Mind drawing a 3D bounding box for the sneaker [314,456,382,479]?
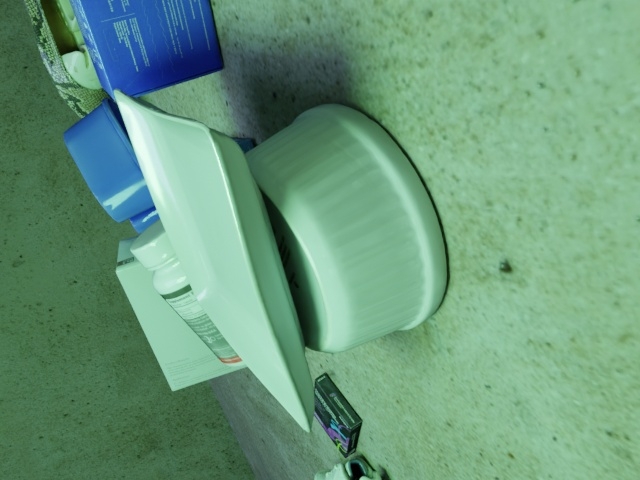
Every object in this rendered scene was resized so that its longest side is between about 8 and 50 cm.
[{"bbox_3d":[0.065,0.486,1.025,0.297,0.111,0.129,-24,78,63],"label":"sneaker"}]

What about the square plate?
[{"bbox_3d":[-0.123,0.001,0.610,0.344,0.049,0.347,32,142,52],"label":"square plate"}]

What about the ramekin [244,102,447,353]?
[{"bbox_3d":[0.000,0.000,0.576,0.273,0.127,0.273,46,152,33],"label":"ramekin"}]

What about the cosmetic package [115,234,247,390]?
[{"bbox_3d":[-0.328,0.160,1.280,0.156,0.217,0.385,-121,18,-60],"label":"cosmetic package"}]

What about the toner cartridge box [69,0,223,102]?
[{"bbox_3d":[-0.241,-0.365,0.638,0.075,0.165,0.347,40,148,41],"label":"toner cartridge box"}]

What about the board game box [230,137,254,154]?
[{"bbox_3d":[-0.127,-0.067,0.876,0.160,0.039,0.211,20,134,58],"label":"board game box"}]

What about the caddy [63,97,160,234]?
[{"bbox_3d":[-0.444,-0.182,1.246,0.341,0.179,0.241,56,179,16],"label":"caddy"}]

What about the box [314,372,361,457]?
[{"bbox_3d":[0.028,0.341,1.004,0.116,0.029,0.162,47,151,32],"label":"box"}]

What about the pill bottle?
[{"bbox_3d":[-0.196,0.079,0.939,0.283,0.161,0.161,55,161,-23],"label":"pill bottle"}]

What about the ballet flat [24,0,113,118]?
[{"bbox_3d":[-0.622,-0.532,1.285,0.182,0.164,0.482,4,119,40],"label":"ballet flat"}]
